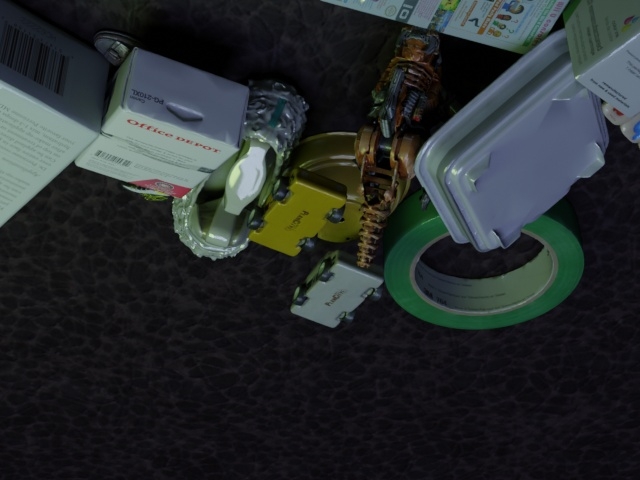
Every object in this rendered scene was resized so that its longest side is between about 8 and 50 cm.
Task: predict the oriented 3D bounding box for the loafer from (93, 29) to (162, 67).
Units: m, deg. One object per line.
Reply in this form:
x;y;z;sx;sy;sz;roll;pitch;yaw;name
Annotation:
-0.256;-0.249;1.817;0.125;0.039;0.045;25;135;-27;loafer

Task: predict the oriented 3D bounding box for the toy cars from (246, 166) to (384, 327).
0.000;0.000;1.949;0.176;0.087;0.394;0;146;19;toy cars

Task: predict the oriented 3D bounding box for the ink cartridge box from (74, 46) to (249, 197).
-0.223;-0.158;1.826;0.172;0.100;0.237;17;158;-20;ink cartridge box

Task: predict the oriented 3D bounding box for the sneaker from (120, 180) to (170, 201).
-0.270;-0.076;2.034;0.083;0.031;0.035;12;140;-14;sneaker

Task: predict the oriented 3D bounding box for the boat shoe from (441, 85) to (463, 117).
0.169;-0.196;1.885;0.035;0.035;0.100;-30;132;31;boat shoe

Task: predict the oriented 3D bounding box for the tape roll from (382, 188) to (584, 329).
0.261;0.022;2.122;0.321;0.077;0.321;0;140;0;tape roll

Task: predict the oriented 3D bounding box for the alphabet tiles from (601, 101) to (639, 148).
0.533;-0.230;1.806;0.278;0.021;0.284;-38;138;19;alphabet tiles

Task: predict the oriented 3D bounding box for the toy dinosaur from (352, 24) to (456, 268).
0.097;-0.132;1.789;0.322;0.164;0.218;-54;163;0;toy dinosaur

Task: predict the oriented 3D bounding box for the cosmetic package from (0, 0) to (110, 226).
-0.521;-0.137;1.857;0.230;0.161;0.453;30;132;-31;cosmetic package

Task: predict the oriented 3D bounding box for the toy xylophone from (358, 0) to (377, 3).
0.023;-0.441;1.457;0.323;0.081;0.236;46;127;6;toy xylophone

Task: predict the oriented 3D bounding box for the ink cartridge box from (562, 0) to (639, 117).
0.439;-0.316;1.607;0.117;0.201;0.278;28;133;-31;ink cartridge box

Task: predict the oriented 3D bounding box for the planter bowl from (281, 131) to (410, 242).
0.031;-0.061;2.009;0.217;0.090;0.217;0;140;0;planter bowl

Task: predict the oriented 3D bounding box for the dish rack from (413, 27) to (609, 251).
0.284;-0.116;1.806;0.285;0.072;0.333;-41;152;-1;dish rack

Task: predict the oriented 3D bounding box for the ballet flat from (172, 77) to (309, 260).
-0.137;-0.074;1.959;0.147;0.147;0.409;12;140;-14;ballet flat

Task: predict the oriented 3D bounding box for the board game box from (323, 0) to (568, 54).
0.175;-0.370;1.627;0.303;0.098;0.224;14;140;-14;board game box
